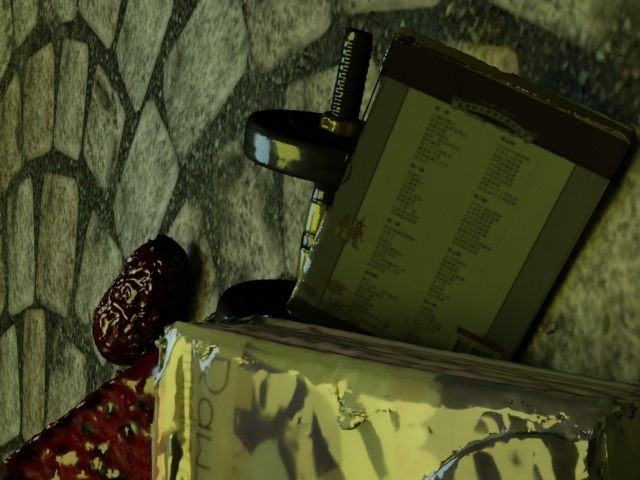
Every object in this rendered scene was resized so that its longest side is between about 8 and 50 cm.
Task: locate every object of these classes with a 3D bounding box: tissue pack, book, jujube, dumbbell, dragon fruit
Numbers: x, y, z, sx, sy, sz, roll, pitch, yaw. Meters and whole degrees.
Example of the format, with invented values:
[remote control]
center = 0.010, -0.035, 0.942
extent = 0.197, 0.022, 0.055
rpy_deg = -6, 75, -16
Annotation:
[tissue pack]
center = 0.041, 0.184, 0.758
extent = 0.344, 0.125, 0.242
rpy_deg = 7, 97, 40
[book]
center = 0.083, -0.009, 0.800
extent = 0.231, 0.157, 0.026
rpy_deg = -68, -6, 34
[jujube]
center = -0.198, 0.074, 1.358
extent = 0.166, 0.104, 0.104
rpy_deg = -63, 37, 36
[dumbbell]
center = 0.000, 0.000, 0.935
extent = 0.143, 0.143, 0.325
rpy_deg = 36, 120, 58
[dragon fruit]
center = -0.083, 0.197, 1.151
extent = 0.286, 0.228, 0.329
rpy_deg = 50, 118, 9

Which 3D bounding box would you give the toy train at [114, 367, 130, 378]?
[toy train]
center = -0.219, 0.194, 1.449
extent = 0.103, 0.044, 0.064
rpy_deg = -139, 53, -59
